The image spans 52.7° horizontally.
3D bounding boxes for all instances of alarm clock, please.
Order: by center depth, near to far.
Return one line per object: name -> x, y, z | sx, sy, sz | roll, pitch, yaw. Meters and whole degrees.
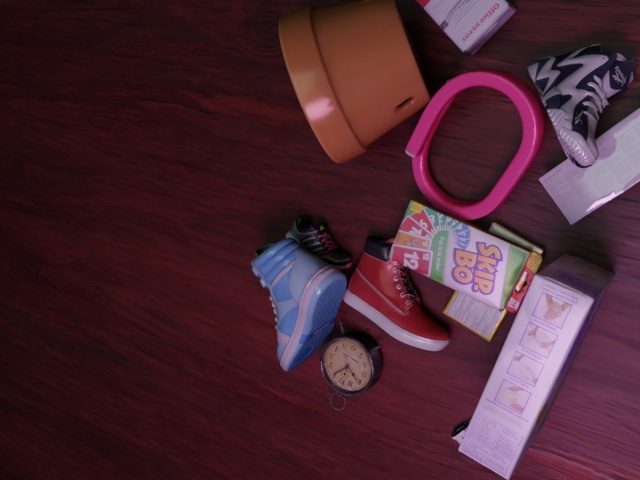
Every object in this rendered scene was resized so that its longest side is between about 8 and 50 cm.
alarm clock -> 0.061, 0.278, 1.382 | 0.129, 0.064, 0.192 | 27, 107, 25

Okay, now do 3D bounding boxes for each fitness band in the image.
fitness band -> 0.270, -0.168, 1.156 | 0.209, 0.054, 0.291 | 40, 133, 17

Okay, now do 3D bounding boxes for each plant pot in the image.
plant pot -> 0.075, -0.313, 1.187 | 0.203, 0.291, 0.291 | -20, 86, 15

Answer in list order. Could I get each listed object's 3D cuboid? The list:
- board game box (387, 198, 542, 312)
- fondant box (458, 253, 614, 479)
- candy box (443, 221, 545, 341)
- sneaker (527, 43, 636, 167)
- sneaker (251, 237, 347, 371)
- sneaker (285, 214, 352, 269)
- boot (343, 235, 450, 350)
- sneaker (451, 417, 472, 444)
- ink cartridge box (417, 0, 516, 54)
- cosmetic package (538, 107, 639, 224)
board game box -> 0.264, 0.030, 1.199 | 0.259, 0.039, 0.124 | 25, 107, 14
fondant box -> 0.366, 0.201, 1.086 | 0.096, 0.238, 0.331 | 25, 109, 26
candy box -> 0.324, 0.078, 1.218 | 0.105, 0.027, 0.206 | 34, 112, 23
sneaker -> 0.439, -0.231, 1.034 | 0.153, 0.094, 0.235 | -25, 41, 21
sneaker -> -0.070, 0.123, 1.386 | 0.208, 0.127, 0.319 | 42, 133, 23
sneaker -> 0.000, 0.000, 1.380 | 0.170, 0.063, 0.075 | 32, 118, 29
boot -> 0.171, 0.094, 1.282 | 0.244, 0.088, 0.176 | 32, 110, 27
sneaker -> 0.309, 0.368, 1.266 | 0.044, 0.040, 0.109 | 45, 121, 0
ink cartridge box -> 0.260, -0.428, 1.167 | 0.109, 0.063, 0.150 | -44, 75, 27
cosmetic package -> 0.490, -0.133, 1.059 | 0.239, 0.060, 0.099 | -39, 79, 36
